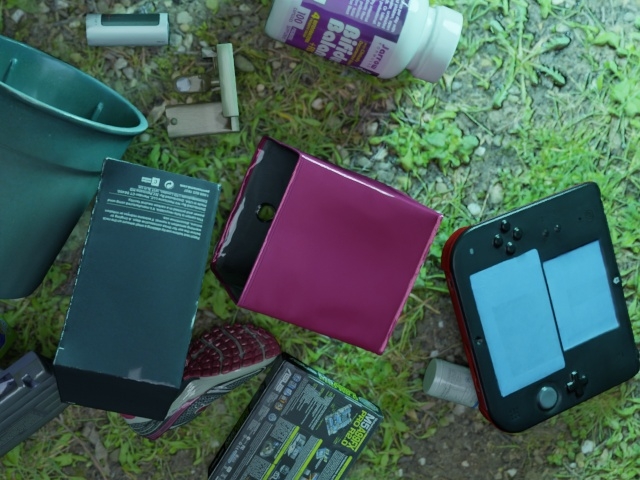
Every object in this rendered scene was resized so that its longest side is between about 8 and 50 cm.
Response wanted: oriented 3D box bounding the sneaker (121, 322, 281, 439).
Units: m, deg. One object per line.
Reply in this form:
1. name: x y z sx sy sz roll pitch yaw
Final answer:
1. sneaker: -0.209 0.245 1.713 0.299 0.121 0.112 -24 130 -2

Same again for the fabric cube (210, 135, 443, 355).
1. fabric cube: 0.000 0.000 1.592 0.258 0.259 0.254 20 97 -20

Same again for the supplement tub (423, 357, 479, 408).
1. supplement tub: 0.249 0.261 1.772 0.107 0.071 0.071 18 97 -8

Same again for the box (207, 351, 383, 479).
1. box: -0.048 0.371 1.766 0.216 0.060 0.270 31 95 -10

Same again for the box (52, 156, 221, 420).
1. box: -0.284 0.092 1.500 0.178 0.343 0.313 13 70 -8

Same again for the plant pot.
1. plant pot: -0.495 -0.110 1.520 0.341 0.341 0.334 26 104 -9

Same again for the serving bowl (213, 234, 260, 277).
1. serving bowl: -0.148 0.024 1.713 0.083 0.027 0.083 -1 100 -6

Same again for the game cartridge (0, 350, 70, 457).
1. game cartridge: -0.573 0.321 1.610 0.355 0.230 0.068 -37 77 -6

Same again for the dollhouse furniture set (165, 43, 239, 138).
1. dollhouse furniture set: -0.201 -0.243 1.600 0.123 0.151 0.144 -6 98 -5

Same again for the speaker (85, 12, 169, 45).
1. speaker: -0.321 -0.351 1.618 0.136 0.055 0.055 -1 100 -5

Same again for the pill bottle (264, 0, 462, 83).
1. pill bottle: 0.072 -0.366 1.598 0.301 0.169 0.169 18 97 -8

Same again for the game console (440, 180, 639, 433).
1. game console: 0.401 0.121 1.734 0.342 0.060 0.387 -19 102 -16

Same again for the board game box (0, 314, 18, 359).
1. board game box: -0.611 0.129 1.521 0.078 0.347 0.233 -37 102 0
